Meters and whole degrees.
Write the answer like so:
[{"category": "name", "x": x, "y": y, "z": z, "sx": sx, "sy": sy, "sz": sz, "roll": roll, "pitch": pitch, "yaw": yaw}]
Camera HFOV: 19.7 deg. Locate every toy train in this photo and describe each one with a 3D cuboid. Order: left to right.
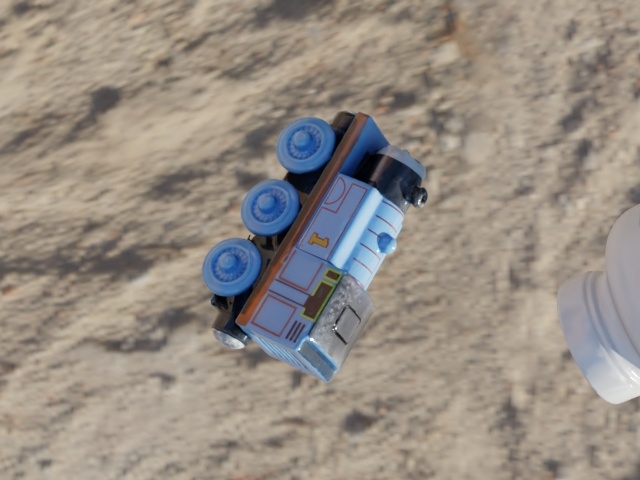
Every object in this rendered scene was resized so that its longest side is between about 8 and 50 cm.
[{"category": "toy train", "x": 0.000, "y": 0.000, "z": 1.230, "sx": 0.184, "sy": 0.105, "sz": 0.080, "roll": -59, "pitch": 151, "yaw": -13}]

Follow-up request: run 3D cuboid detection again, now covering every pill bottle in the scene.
[{"category": "pill bottle", "x": 0.292, "y": 0.017, "z": 1.221, "sx": 0.146, "sy": 0.264, "sz": 0.146, "roll": 42, "pitch": 32, "yaw": -35}]
